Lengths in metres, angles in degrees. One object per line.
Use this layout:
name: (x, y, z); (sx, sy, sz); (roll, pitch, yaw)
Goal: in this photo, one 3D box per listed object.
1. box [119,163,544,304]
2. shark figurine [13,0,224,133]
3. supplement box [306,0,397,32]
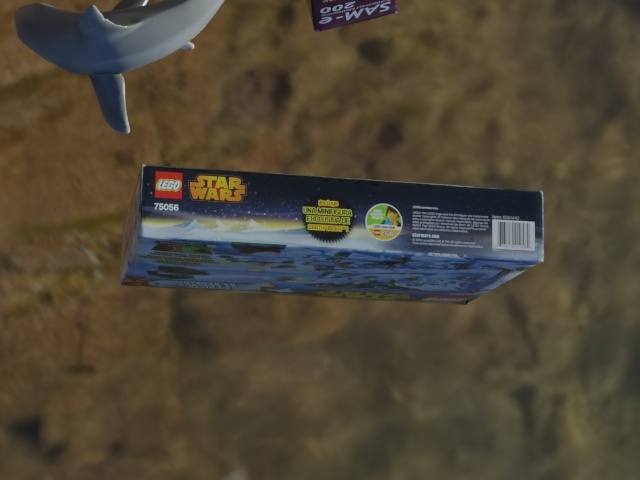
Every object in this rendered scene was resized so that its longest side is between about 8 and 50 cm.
box: (0.000, 0.000, 0.547); (0.137, 0.094, 0.027); (4, 77, -11)
shark figurine: (-0.161, -0.213, 1.395); (0.278, 0.166, 0.116); (-26, 158, 16)
supplement box: (0.005, -0.287, 1.132); (0.073, 0.130, 0.239); (-13, 143, -6)
